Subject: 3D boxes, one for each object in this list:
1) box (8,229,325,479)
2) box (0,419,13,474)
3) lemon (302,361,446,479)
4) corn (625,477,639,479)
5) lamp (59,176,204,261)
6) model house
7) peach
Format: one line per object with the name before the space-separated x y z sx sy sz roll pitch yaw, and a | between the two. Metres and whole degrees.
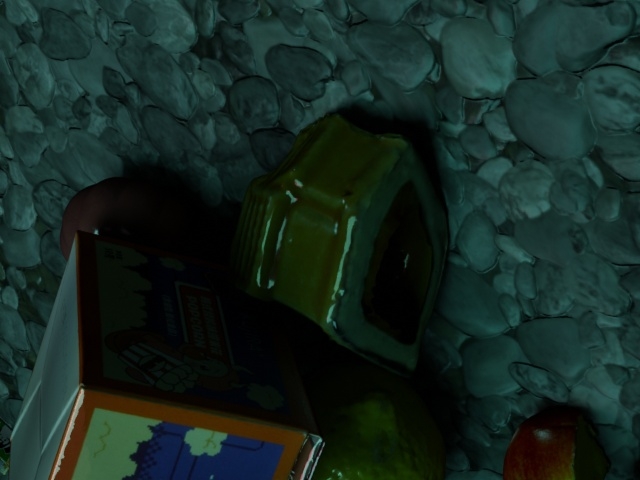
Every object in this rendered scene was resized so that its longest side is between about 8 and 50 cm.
box | -0.190 0.222 1.561 0.257 0.348 0.318 15 111 -18
box | -0.568 0.294 2.292 0.207 0.050 0.041 43 142 3
lemon | 0.033 0.256 1.642 0.228 0.228 0.253 28 151 19
corn | 0.397 0.401 1.548 0.126 0.126 0.335 3 125 38
lamp | -0.230 -0.004 1.727 0.182 0.140 0.182 12 140 11
model house | 0.006 -0.010 1.531 0.239 0.173 0.268 24 105 40
peach | 0.257 0.264 1.552 0.118 0.151 0.151 26 137 2
